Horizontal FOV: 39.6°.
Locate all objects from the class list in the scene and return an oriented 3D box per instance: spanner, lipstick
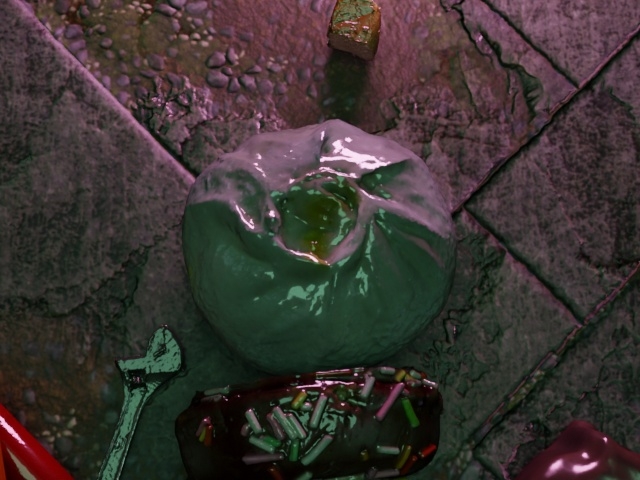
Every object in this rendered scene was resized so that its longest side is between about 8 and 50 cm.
[{"bbox_3d":[-0.262,0.267,1.183,0.093,0.026,0.325,18,81,-1],"label":"spanner"},{"bbox_3d":[-0.428,0.250,1.153,0.279,0.073,0.073,42,80,6],"label":"lipstick"}]

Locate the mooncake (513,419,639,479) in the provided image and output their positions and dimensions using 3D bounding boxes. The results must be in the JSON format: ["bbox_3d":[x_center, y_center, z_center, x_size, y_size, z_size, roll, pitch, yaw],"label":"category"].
[{"bbox_3d":[0.412,0.380,1.124,0.334,0.174,0.326,-41,82,-8],"label":"mooncake"}]

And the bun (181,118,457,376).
[{"bbox_3d":[0.000,0.000,1.132,0.362,0.211,0.362,2,63,-4],"label":"bun"}]

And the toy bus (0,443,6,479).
[{"bbox_3d":[-0.461,0.275,1.058,0.153,0.143,0.329,-4,97,17],"label":"toy bus"}]

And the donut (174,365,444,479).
[{"bbox_3d":[-0.006,0.236,1.083,0.345,0.259,0.136,-7,73,-5],"label":"donut"}]

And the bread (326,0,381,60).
[{"bbox_3d":[0.053,-0.306,1.274,0.076,0.083,0.070,19,88,4],"label":"bread"}]
